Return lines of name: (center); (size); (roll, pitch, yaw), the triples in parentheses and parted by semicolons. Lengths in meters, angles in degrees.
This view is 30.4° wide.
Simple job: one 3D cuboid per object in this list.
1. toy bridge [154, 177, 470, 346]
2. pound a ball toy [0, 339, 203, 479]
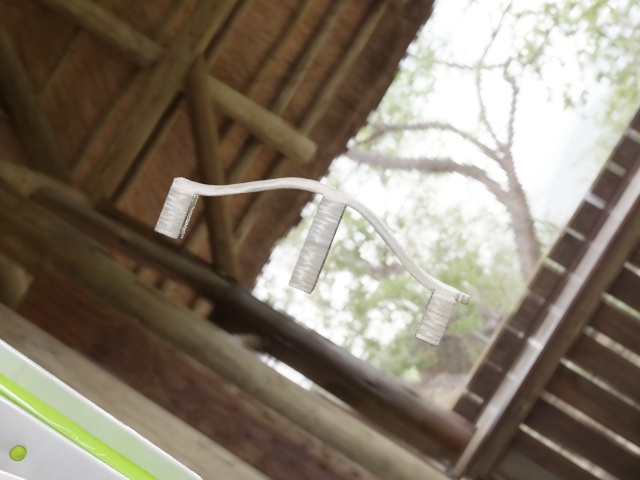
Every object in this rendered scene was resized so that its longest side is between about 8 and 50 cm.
toy bridge: (0.000, 0.000, 0.694); (0.026, 0.188, 0.063); (-37, -31, -83)
pound a ball toy: (-0.208, 0.198, 0.845); (0.136, 0.319, 0.208); (-49, 27, 2)
